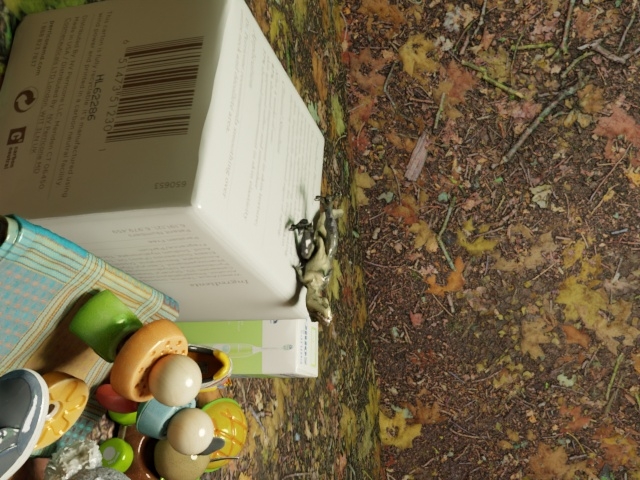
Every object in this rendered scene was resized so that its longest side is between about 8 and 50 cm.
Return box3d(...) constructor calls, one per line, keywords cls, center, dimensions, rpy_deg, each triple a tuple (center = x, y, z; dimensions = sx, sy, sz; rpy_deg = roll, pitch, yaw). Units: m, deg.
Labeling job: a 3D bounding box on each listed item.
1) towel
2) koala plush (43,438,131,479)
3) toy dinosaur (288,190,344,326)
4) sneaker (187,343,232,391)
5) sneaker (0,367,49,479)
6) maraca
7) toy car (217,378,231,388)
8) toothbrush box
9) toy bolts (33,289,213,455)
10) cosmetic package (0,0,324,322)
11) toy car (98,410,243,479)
box3d(cls="towel", center=(-0.327, 0.137, 0.844), dimensions=(0.271, 0.040, 0.370), rpy_deg=(-54, 155, -6))
box3d(cls="koala plush", center=(-0.299, 0.351, 0.850), dimensions=(0.196, 0.203, 0.221), rpy_deg=(50, 28, -8))
box3d(cls="toy dinosaur", center=(0.000, 0.000, 1.046), dimensions=(0.268, 0.064, 0.118), rpy_deg=(-77, 164, -48))
box3d(cls="sneaker", center=(-0.242, 0.187, 1.081), dimensions=(0.093, 0.225, 0.088), rpy_deg=(134, -49, -66))
box3d(cls="sneaker", center=(-0.358, 0.208, 0.676), dimensions=(0.226, 0.086, 0.163), rpy_deg=(-54, 171, -21))
box3d(cls="maraca", center=(-0.208, 0.371, 1.329), dimensions=(0.185, 0.099, 0.127), rpy_deg=(-35, 112, -42))
box3d(cls="toy car", center=(-0.203, 0.346, 1.476), dimensions=(0.040, 0.060, 0.122), rpy_deg=(-1, 64, -31))
box3d(cls="toothbrush box", center=(-0.154, 0.131, 1.234), dimensions=(0.122, 0.283, 0.206), rpy_deg=(38, 50, -67))
box3d(cls="toy bolts", center=(-0.229, 0.208, 0.878), dimensions=(0.218, 0.158, 0.228), rpy_deg=(-51, 156, -15))
box3d(cls="cosmetic package", center=(-0.210, -0.092, 1.029), dimensions=(0.394, 0.327, 0.330), rpy_deg=(53, 37, -59))
box3d(cls="toy car", center=(-0.222, 0.320, 1.125), dimensions=(0.155, 0.188, 0.149), rpy_deg=(61, 30, -54))
